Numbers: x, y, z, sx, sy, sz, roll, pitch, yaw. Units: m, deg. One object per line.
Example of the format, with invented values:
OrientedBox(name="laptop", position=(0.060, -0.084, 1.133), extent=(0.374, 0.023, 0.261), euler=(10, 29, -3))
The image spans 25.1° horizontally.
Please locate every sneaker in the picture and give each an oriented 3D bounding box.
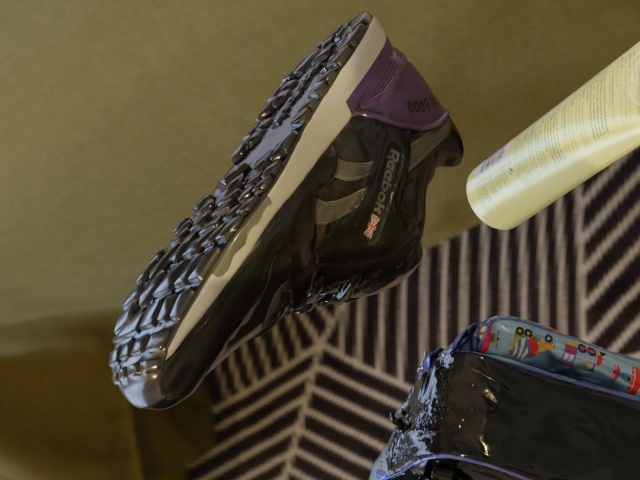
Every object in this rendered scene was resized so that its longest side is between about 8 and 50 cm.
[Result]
OrientedBox(name="sneaker", position=(0.000, 0.000, 0.807), extent=(0.124, 0.283, 0.107), euler=(44, 146, -16))

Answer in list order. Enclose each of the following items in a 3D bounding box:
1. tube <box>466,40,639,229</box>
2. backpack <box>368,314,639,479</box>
OrientedBox(name="tube", position=(0.202, -0.079, 1.112), extent=(0.070, 0.062, 0.240), euler=(58, 144, 6))
OrientedBox(name="backpack", position=(0.111, 0.135, 0.881), extent=(0.173, 0.158, 0.117), euler=(128, 156, -61))
